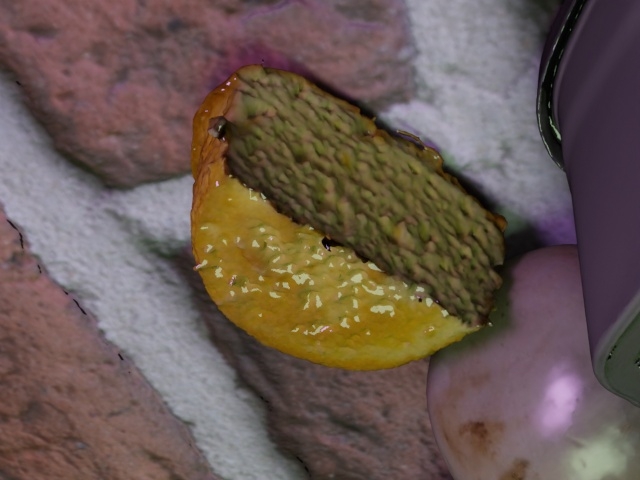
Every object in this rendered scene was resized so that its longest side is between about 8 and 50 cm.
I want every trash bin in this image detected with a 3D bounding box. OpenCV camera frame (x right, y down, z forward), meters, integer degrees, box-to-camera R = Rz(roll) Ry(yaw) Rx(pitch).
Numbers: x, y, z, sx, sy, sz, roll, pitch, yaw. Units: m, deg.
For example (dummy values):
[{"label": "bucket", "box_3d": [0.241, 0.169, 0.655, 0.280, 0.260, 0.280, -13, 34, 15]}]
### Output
[{"label": "trash bin", "box_3d": [0.245, -0.042, 0.703, 0.220, 0.250, 0.219, 15, 136, -7]}]

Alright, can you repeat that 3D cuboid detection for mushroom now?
[{"label": "mushroom", "box_3d": [0.189, 0.107, 0.892, 0.215, 0.207, 0.207, 4, 141, -44]}]

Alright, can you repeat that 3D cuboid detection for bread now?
[{"label": "bread", "box_3d": [0.000, 0.000, 0.831, 0.229, 0.143, 0.139, 33, 125, -18]}]
